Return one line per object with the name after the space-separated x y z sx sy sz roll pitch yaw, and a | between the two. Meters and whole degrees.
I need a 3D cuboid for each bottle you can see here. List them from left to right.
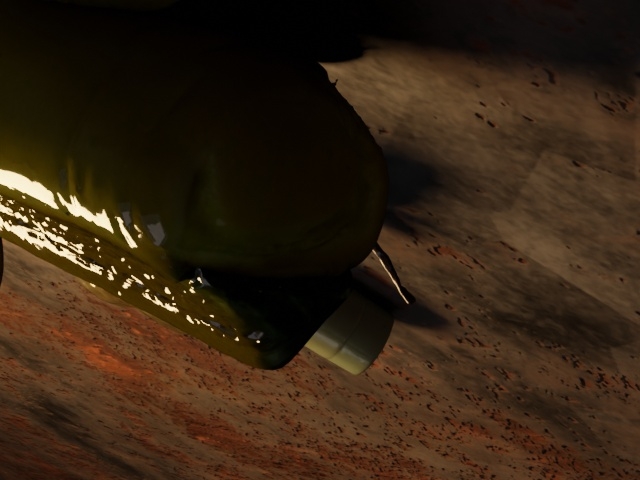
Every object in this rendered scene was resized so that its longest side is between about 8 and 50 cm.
-0.032 0.047 1.795 0.201 0.072 0.072 32 161 -11 | bottle

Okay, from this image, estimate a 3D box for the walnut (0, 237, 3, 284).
-0.498 0.008 1.957 0.381 0.381 0.381 25 161 9 | walnut

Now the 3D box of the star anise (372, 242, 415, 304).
0.000 0.000 1.616 0.190 0.070 0.097 44 162 14 | star anise

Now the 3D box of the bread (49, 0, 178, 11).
-0.183 -0.237 1.180 0.257 0.124 0.186 26 161 1 | bread

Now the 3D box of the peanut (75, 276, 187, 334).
-0.141 0.005 1.666 0.130 0.130 0.290 39 167 -30 | peanut

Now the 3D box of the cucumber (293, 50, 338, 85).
-0.048 -0.128 1.413 0.168 0.039 0.039 18 159 35 | cucumber

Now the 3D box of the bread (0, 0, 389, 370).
-0.126 -0.072 1.318 0.376 0.208 0.251 29 170 37 | bread
